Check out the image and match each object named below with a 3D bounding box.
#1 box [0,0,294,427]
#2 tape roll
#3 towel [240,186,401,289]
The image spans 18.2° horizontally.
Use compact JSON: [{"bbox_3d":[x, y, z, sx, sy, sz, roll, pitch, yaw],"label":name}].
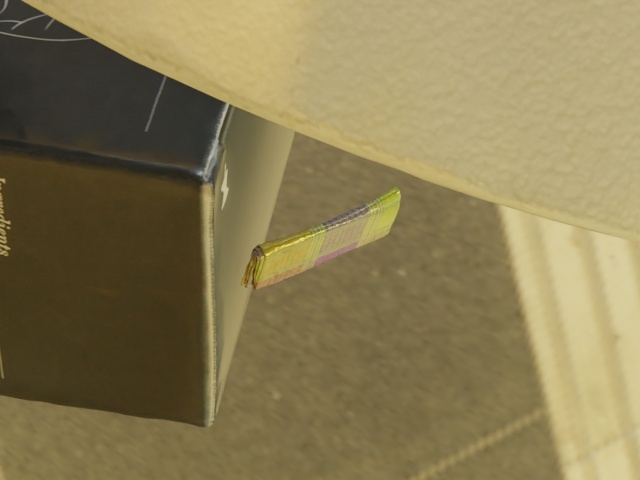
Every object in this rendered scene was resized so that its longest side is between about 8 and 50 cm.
[{"bbox_3d":[-0.225,-0.088,1.217,0.395,0.294,0.212,8,135,7],"label":"box"},{"bbox_3d":[0.047,-0.116,0.545,0.392,0.392,0.072,5,118,-31],"label":"tape roll"},{"bbox_3d":[0.000,0.000,1.008,0.083,0.060,0.009,-23,74,-14],"label":"towel"}]
